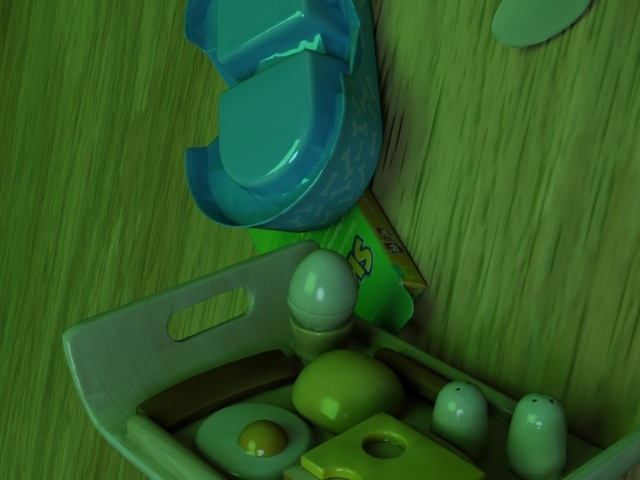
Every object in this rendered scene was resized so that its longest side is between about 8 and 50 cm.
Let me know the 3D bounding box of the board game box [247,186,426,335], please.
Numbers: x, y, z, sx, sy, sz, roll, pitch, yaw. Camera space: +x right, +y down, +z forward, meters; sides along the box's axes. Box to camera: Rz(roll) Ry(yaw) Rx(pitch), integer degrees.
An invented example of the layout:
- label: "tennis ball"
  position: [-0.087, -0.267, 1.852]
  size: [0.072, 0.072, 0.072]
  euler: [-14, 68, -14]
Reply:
- label: "board game box"
  position: [0.000, 0.000, 0.820]
  size: [0.124, 0.039, 0.259]
  euler: [-54, 43, 32]

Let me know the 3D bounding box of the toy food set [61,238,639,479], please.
- label: "toy food set"
  position: [0.018, 0.089, 0.591]
  size: [0.306, 0.219, 0.092]
  euler: [25, 124, 42]

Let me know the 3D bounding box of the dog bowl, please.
- label: "dog bowl"
  position: [-0.029, -0.140, 0.807]
  size: [0.166, 0.074, 0.297]
  euler: [-21, 61, 34]

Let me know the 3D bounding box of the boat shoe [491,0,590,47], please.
- label: "boat shoe"
  position: [0.159, -0.179, 0.634]
  size: [0.133, 0.049, 0.042]
  euler: [-52, 19, 44]
